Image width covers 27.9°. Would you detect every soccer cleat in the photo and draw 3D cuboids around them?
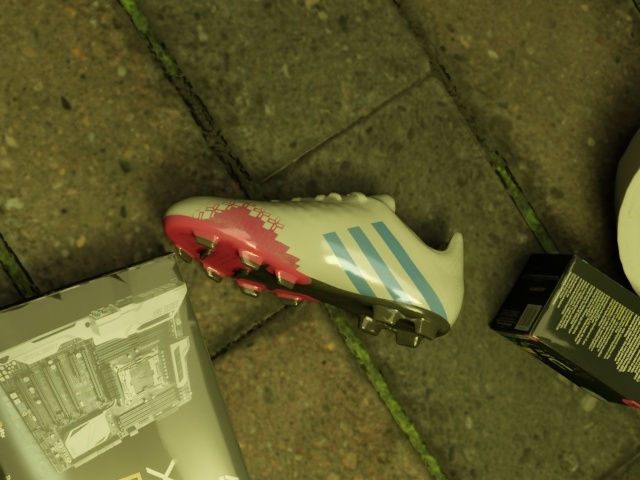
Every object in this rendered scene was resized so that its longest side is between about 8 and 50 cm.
[{"bbox_3d":[0.000,0.000,1.353,0.331,0.116,0.143,21,69,-15],"label":"soccer cleat"}]

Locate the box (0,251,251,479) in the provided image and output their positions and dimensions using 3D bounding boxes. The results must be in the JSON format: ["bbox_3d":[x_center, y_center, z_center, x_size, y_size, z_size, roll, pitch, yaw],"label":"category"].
[{"bbox_3d":[-0.216,0.193,1.307,0.242,0.076,0.307,-18,94,-13],"label":"box"}]

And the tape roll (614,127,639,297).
[{"bbox_3d":[0.461,-0.031,1.382,0.286,0.100,0.286,4,117,9],"label":"tape roll"}]

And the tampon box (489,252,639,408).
[{"bbox_3d":[0.291,0.098,1.404,0.161,0.120,0.101,33,82,-11],"label":"tampon box"}]
